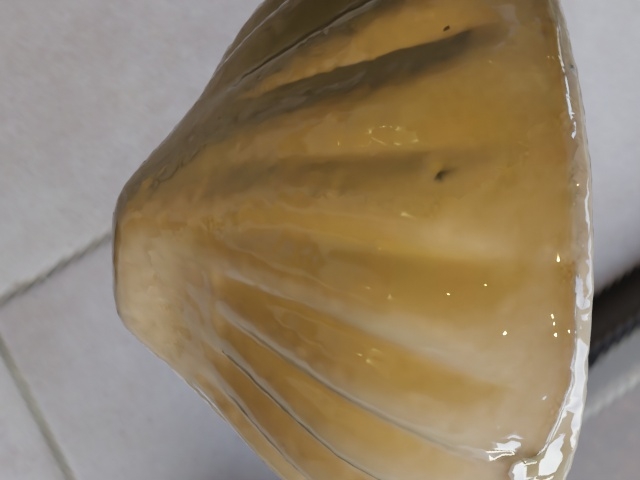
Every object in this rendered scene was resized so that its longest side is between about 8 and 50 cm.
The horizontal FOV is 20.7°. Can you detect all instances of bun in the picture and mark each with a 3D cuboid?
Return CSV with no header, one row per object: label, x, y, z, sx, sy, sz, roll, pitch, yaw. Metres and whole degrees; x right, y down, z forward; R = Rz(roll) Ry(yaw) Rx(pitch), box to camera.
bun,0.000,0.000,0.729,0.175,0.263,0.263,-1,110,-10
